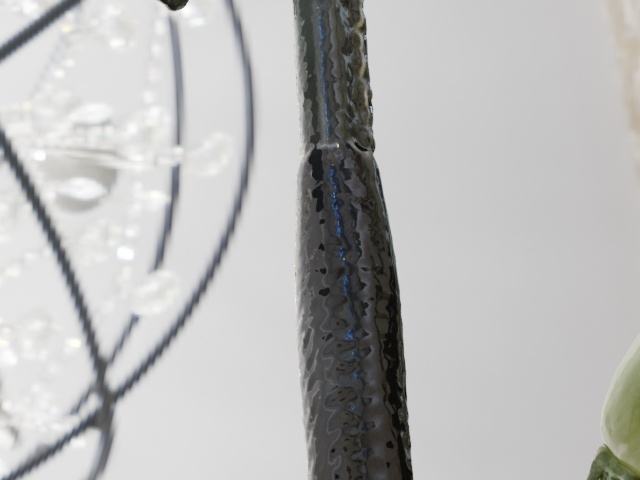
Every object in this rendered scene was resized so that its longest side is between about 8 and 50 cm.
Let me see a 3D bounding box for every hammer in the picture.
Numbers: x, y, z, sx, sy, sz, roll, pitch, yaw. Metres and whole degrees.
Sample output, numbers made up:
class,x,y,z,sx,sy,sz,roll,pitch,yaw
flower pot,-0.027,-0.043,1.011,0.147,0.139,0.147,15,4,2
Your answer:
class,x,y,z,sx,sy,sz,roll,pitch,yaw
hammer,0.000,0.000,0.392,0.029,0.103,0.246,30,-130,-49

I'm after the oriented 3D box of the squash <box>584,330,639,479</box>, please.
class,x,y,z,sx,sy,sz,roll,pitch,yaw
squash,0.215,0.057,0.995,0.137,0.287,0.137,18,-130,-23
